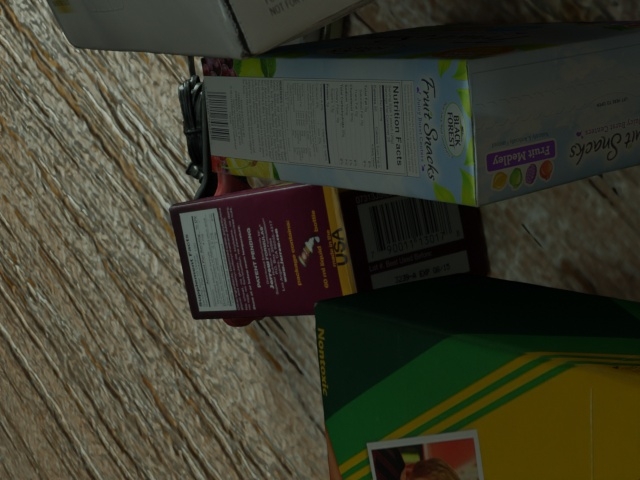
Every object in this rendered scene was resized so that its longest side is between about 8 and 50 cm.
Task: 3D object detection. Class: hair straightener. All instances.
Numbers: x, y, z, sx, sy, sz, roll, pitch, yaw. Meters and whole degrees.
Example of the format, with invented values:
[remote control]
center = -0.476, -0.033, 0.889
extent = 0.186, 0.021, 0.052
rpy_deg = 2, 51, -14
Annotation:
[hair straightener]
center = -0.086, -0.055, 1.026
extent = 0.089, 0.047, 0.230
rpy_deg = 17, 120, 56

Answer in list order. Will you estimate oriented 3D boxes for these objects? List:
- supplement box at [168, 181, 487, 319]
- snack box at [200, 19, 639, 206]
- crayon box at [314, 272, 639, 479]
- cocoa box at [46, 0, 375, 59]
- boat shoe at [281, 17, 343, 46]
[supplement box]
center = 0.000, 0.000, 0.884
extent = 0.188, 0.104, 0.081
rpy_deg = -7, 95, 55
[snack box]
center = 0.068, -0.071, 0.710
extent = 0.207, 0.174, 0.070
rpy_deg = 8, 108, 53
[crayon box]
center = 0.129, 0.213, 0.623
extent = 0.313, 0.106, 0.363
rpy_deg = 9, 107, 61
[cocoa box]
center = -0.033, -0.231, 0.636
extent = 0.228, 0.231, 0.347
rpy_deg = 66, 166, -16
[boat shoe]
center = -0.052, -0.204, 0.894
extent = 0.113, 0.103, 0.302
rpy_deg = 24, 119, 49
